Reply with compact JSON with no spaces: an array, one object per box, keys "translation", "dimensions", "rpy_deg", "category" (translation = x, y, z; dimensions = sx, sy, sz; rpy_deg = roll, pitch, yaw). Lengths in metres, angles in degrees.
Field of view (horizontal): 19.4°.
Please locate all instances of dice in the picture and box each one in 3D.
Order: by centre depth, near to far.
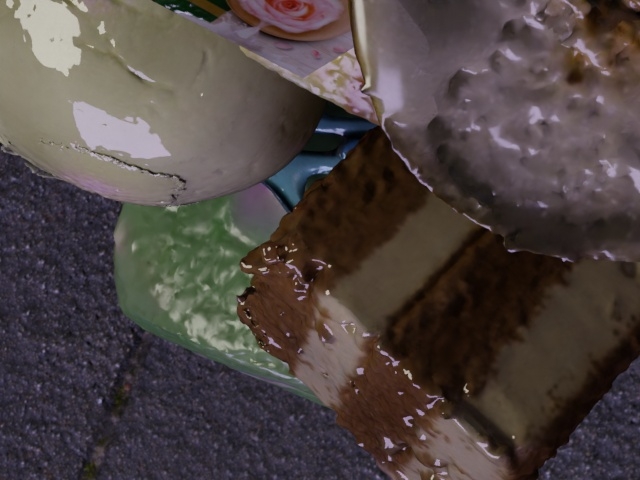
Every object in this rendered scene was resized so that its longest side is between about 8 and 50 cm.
[{"translation":[0.000,0.000,1.941],"dimensions":[0.322,0.318,0.330],"rpy_deg":[21,175,20],"category":"dice"}]

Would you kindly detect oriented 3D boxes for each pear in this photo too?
[{"translation":[0.132,-0.128,0.894],"dimensions":[0.267,0.267,0.178],"rpy_deg":[24,-159,-10],"category":"pear"}]

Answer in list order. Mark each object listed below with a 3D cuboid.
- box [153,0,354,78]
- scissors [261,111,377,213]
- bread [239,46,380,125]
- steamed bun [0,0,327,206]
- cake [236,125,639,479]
[{"translation":[-0.044,-0.195,1.196],"dimensions":[0.199,0.081,0.135],"rpy_deg":[23,151,-29],"category":"box"},{"translation":[-0.079,-0.089,1.752],"dimensions":[0.393,0.180,0.032],"rpy_deg":[2,-173,10],"category":"scissors"},{"translation":[0.079,-0.180,1.365],"dimensions":[0.240,0.135,0.178],"rpy_deg":[23,142,2],"category":"bread"},{"translation":[-0.153,-0.147,1.563],"dimensions":[0.312,0.233,0.334],"rpy_deg":[21,176,31],"category":"steamed bun"},{"translation":[0.118,0.040,1.533],"dimensions":[0.290,0.282,0.255],"rpy_deg":[41,163,6],"category":"cake"}]
